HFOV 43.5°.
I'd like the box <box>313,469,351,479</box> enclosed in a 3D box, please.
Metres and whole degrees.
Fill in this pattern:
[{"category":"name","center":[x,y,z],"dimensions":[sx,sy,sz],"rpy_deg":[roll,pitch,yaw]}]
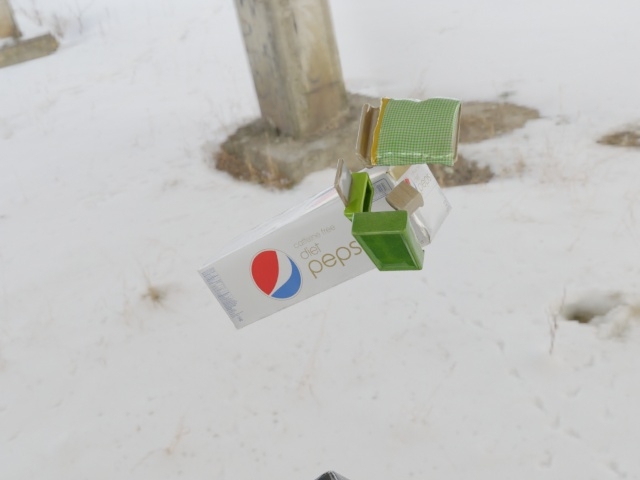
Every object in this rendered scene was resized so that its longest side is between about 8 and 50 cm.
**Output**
[{"category":"box","center":[-0.042,0.488,0.935],"dimensions":[0.395,0.293,0.212],"rpy_deg":[-36,53,7]}]

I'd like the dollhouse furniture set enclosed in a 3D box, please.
[{"category":"dollhouse furniture set","center":[0.053,-0.057,0.570],"dimensions":[0.076,0.058,0.151],"rpy_deg":[-1,61,22]}]

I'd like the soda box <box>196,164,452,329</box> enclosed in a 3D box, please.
[{"category":"soda box","center":[0.000,0.000,0.692],"dimensions":[0.216,0.069,0.074],"rpy_deg":[-26,12,32]}]
